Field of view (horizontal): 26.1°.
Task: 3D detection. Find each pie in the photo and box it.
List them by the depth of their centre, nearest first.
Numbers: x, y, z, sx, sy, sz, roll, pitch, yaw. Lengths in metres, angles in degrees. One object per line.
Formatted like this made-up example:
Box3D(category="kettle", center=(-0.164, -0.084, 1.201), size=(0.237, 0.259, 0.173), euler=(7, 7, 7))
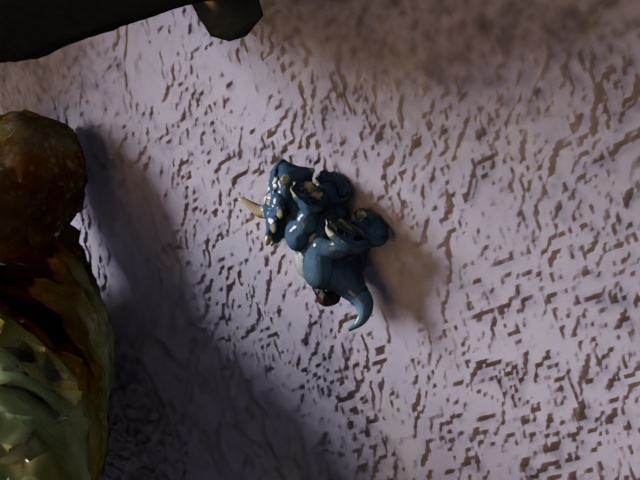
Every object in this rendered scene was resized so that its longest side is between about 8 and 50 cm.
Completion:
Box3D(category="pie", center=(-0.202, 0.176, 0.677), size=(0.418, 0.180, 0.395), euler=(-104, 27, -51))

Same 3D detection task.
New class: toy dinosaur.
Box3D(category="toy dinosaur", center=(0.000, 0.000, 0.619), size=(0.083, 0.030, 0.047), euler=(49, 135, 24))

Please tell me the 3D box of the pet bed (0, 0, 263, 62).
Box3D(category="pet bed", center=(-0.090, -0.150, 0.550), size=(0.211, 0.183, 0.159), euler=(-9, 92, 46))
